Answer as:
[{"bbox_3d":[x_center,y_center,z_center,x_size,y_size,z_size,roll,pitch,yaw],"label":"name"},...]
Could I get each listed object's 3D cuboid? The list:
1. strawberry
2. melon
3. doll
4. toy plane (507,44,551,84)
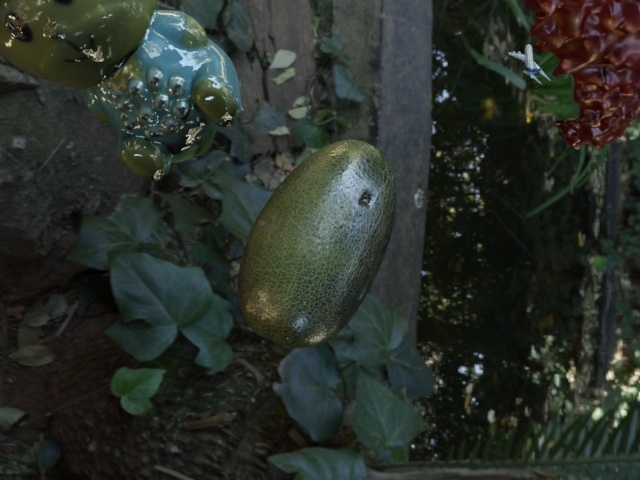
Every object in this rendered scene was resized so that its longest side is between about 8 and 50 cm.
[{"bbox_3d":[0.238,-0.208,0.403,0.306,0.137,0.234,30,62,-51],"label":"strawberry"},{"bbox_3d":[0.000,0.000,0.390,0.099,0.099,0.162,32,80,-47],"label":"melon"},{"bbox_3d":[-0.220,-0.213,0.563,0.260,0.177,0.162,41,25,-43],"label":"doll"},{"bbox_3d":[0.288,-0.246,0.736,0.077,0.024,0.085,25,41,-16],"label":"toy plane"}]
